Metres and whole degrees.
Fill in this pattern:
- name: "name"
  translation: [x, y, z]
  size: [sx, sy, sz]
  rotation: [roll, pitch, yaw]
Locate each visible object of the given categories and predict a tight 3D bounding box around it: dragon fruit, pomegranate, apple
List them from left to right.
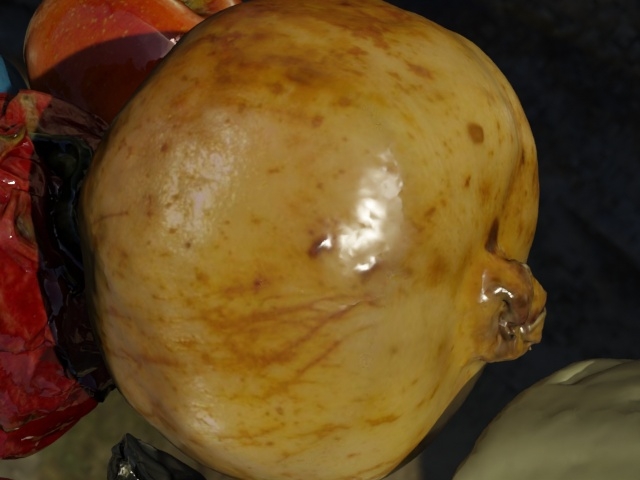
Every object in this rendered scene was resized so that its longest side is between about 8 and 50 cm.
- name: "dragon fruit"
  translation: [-0.231, 0.021, 1.126]
  size: [0.244, 0.299, 0.244]
  rotation: [-17, -90, -89]
- name: "apple"
  translation: [-0.118, -0.125, 1.297]
  size: [0.163, 0.163, 0.139]
  rotation: [42, 129, 1]
- name: "pomegranate"
  translation: [0.000, 0.000, 0.925]
  size: [0.248, 0.248, 0.248]
  rotation: [31, 150, 20]

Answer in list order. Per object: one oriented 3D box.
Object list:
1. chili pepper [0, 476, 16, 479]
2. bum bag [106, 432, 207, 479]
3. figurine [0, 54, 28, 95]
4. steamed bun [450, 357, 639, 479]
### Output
- name: "chili pepper"
  translation: [-0.232, 0.216, 1.364]
  size: [0.084, 0.192, 0.086]
  rotation: [-170, 82, -72]
- name: "bum bag"
  translation: [-0.106, 0.217, 1.219]
  size: [0.123, 0.248, 0.060]
  rotation: [23, 125, -5]
- name: "figurine"
  translation: [-0.412, -0.147, 1.361]
  size: [0.416, 0.243, 0.298]
  rotation: [45, -173, -16]
- name: "steamed bun"
  translation: [0.280, 0.226, 0.871]
  size: [0.456, 0.290, 0.371]
  rotation: [22, 168, -38]
